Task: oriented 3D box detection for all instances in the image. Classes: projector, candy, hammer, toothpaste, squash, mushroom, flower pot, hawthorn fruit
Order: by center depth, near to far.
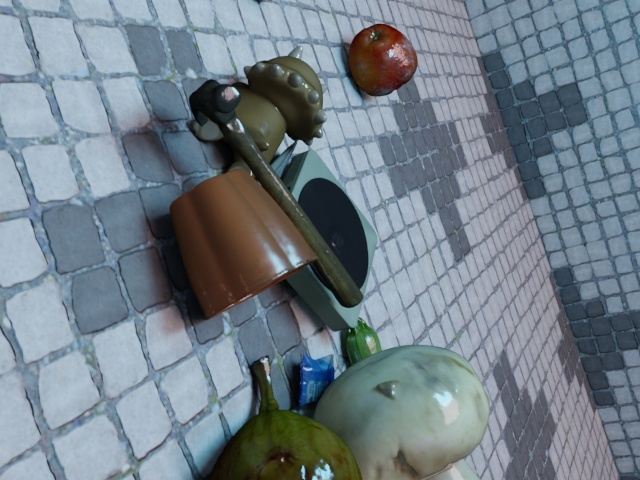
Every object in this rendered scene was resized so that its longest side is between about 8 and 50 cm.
[{"bbox_3d":[-0.123,-0.001,0.892,0.191,0.191,0.173,-21,82,-58],"label":"flower pot"},{"bbox_3d":[-0.056,-0.055,0.952,0.044,0.168,0.440,-41,117,-12],"label":"hammer"},{"bbox_3d":[0.152,0.342,0.989,0.336,0.314,0.314,57,31,8],"label":"mushroom"},{"bbox_3d":[-0.003,0.243,1.081,0.136,0.038,0.088,20,66,-60],"label":"candy"},{"bbox_3d":[-0.092,-0.113,1.101,0.037,0.062,0.216,41,44,-13],"label":"toothpaste"},{"bbox_3d":[0.000,0.000,1.159,0.259,0.079,0.257,52,37,-30],"label":"projector"},{"bbox_3d":[0.096,0.258,1.195,0.077,0.068,0.219,-8,81,-53],"label":"squash"},{"bbox_3d":[0.152,-0.454,1.530,0.173,0.173,0.172,30,51,-47],"label":"hawthorn fruit"}]

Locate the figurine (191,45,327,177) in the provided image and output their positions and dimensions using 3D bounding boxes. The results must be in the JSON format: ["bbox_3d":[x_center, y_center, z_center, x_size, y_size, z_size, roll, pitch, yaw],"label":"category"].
[{"bbox_3d":[-0.079,-0.224,1.058,0.177,0.173,0.247,62,33,-18],"label":"figurine"}]

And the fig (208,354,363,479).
[{"bbox_3d":[-0.052,0.293,0.866,0.217,0.217,0.320,46,21,-36],"label":"fig"}]
